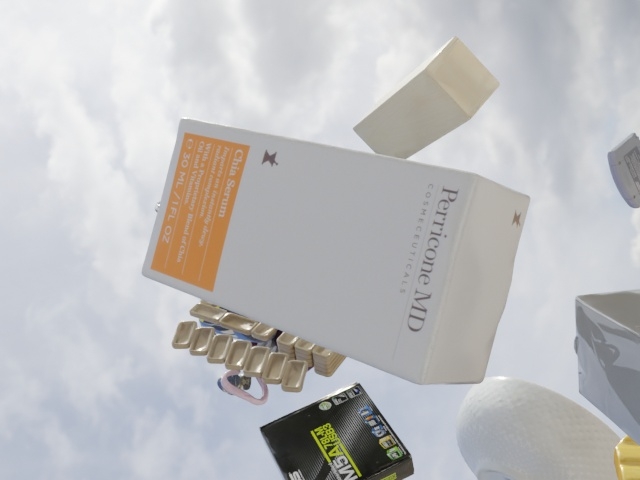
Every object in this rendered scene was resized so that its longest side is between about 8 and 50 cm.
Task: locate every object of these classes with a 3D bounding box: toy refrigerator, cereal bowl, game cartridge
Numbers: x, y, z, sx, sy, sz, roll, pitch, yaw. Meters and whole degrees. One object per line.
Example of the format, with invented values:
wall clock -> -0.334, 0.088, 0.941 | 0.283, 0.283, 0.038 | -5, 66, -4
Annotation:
toy refrigerator -> 0.164, -0.217, 1.236 | 0.102, 0.269, 0.094 | 45, -112, -7
cereal bowl -> 0.384, 0.409, 1.376 | 0.141, 0.339, 0.339 | -48, -63, -27
game cartridge -> 0.388, -0.085, 0.951 | 0.056, 0.017, 0.083 | -36, -74, -25

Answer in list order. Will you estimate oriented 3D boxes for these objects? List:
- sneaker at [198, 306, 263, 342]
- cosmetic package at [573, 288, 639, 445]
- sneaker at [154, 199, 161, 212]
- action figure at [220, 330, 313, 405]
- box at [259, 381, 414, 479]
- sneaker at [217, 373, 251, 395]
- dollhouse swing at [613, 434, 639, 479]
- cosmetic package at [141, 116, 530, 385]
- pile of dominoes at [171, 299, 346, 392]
sneaker -> -0.174, 0.169, 1.512 | 0.144, 0.059, 0.053 | 21, -124, -5
cosmetic package -> 0.356, 0.138, 0.789 | 0.238, 0.107, 0.127 | -104, 7, -77
sneaker -> -0.301, -0.092, 1.821 | 0.086, 0.228, 0.132 | 26, -91, -45
action figure -> -0.124, 0.242, 1.862 | 0.248, 0.370, 0.276 | 37, -97, -24
box -> 0.021, 0.324, 1.186 | 0.184, 0.191, 0.045 | -20, -56, -14
sneaker -> -0.214, 0.337, 1.797 | 0.135, 0.058, 0.052 | 25, -116, -67
dollhouse swing -> 0.528, 0.231, 0.813 | 0.347, 0.304, 0.315 | -69, -9, -60
cosmetic package -> 0.000, 0.000, 0.954 | 0.161, 0.453, 0.230 | 12, -88, -54
pile of dominoes -> -0.087, 0.143, 1.142 | 0.196, 0.251, 0.040 | -44, -40, -47
